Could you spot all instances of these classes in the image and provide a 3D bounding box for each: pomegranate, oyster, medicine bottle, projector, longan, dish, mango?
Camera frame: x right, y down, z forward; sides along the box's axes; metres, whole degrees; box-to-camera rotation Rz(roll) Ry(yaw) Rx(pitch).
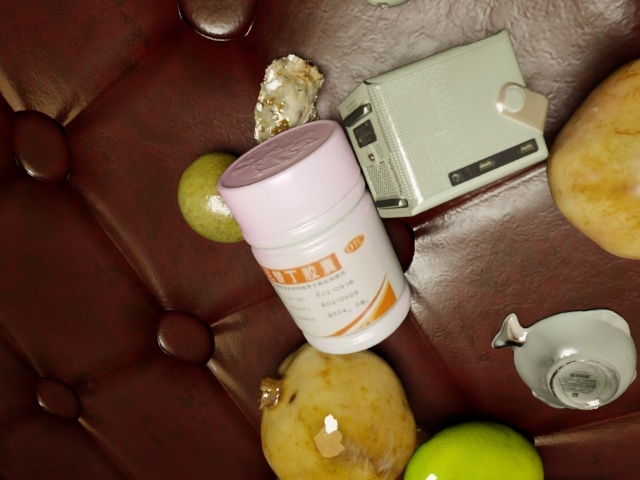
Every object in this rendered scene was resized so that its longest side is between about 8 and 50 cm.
[{"bbox_3d":[0.416,-0.100,0.535,0.229,0.270,0.252,42,110,4],"label":"pomegranate"},{"bbox_3d":[-0.056,-0.212,0.733,0.105,0.056,0.177,25,116,11],"label":"oyster"},{"bbox_3d":[0.000,0.000,0.698,0.202,0.202,0.316,-17,118,21],"label":"medicine bottle"},{"bbox_3d":[0.169,-0.153,0.603,0.242,0.163,0.177,-22,97,-9],"label":"projector"},{"bbox_3d":[-0.161,-0.077,0.768,0.176,0.145,0.154,-30,130,27],"label":"longan"},{"bbox_3d":[0.432,0.220,0.774,0.245,0.078,0.224,20,117,6],"label":"dish"},{"bbox_3d":[0.032,0.332,0.828,0.307,0.307,0.308,6,114,13],"label":"pomegranate"},{"bbox_3d":[0.285,0.426,0.827,0.293,0.143,0.175,9,93,-23],"label":"mango"}]

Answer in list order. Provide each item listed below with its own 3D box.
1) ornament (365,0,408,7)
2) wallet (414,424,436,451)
[{"bbox_3d":[0.130,-0.366,0.610,0.156,0.081,0.075,-3,149,15],"label":"ornament"},{"bbox_3d":[0.254,0.468,0.957,0.176,0.026,0.095,34,115,-2],"label":"wallet"}]
